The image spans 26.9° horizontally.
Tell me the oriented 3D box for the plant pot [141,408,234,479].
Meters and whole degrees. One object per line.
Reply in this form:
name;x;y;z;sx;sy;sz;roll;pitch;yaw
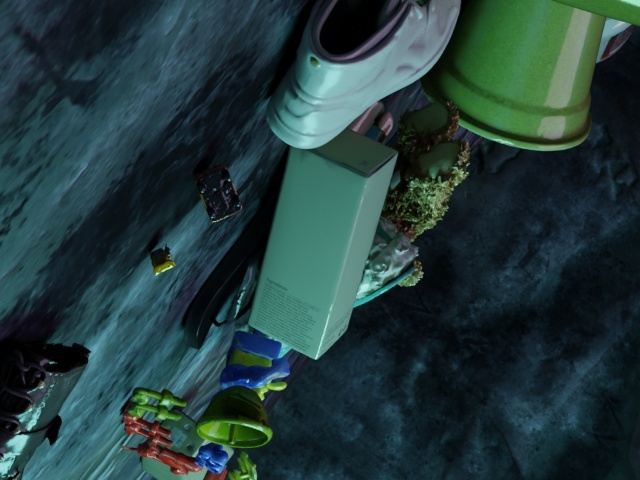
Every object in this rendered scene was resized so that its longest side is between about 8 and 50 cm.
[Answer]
plant pot;-0.212;0.323;2.069;0.109;0.109;0.096;-51;160;-20

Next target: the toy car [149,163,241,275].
toy car;-0.132;-0.028;1.294;0.122;0.060;0.040;-38;-142;3

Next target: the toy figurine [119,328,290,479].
toy figurine;-0.130;0.178;1.753;0.362;0.191;0.217;111;2;-66

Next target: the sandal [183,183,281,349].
sandal;-0.091;0.036;1.691;0.254;0.054;0.097;-55;173;4

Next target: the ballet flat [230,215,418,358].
ballet flat;-0.022;0.062;1.859;0.409;0.147;0.147;-36;-173;45

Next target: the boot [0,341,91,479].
boot;-0.287;0.187;1.093;0.229;0.091;0.263;-61;176;10

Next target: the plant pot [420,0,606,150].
plant pot;0.316;-0.316;2.003;0.276;0.276;0.254;-44;156;-53

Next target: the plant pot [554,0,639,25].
plant pot;0.284;-0.348;1.377;0.275;0.293;0.275;-53;173;-10

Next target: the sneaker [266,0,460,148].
sneaker;0.072;-0.225;1.333;0.292;0.108;0.169;-48;174;-32

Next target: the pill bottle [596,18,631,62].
pill bottle;0.464;-0.447;2.346;0.224;0.224;0.392;-54;173;2

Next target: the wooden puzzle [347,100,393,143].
wooden puzzle;0.034;-0.097;1.914;0.221;0.044;0.238;-55;172;5

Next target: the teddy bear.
teddy bear;0.118;-0.048;1.922;0.338;0.113;0.245;-65;-150;21

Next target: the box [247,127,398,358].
box;0.000;0.000;1.647;0.094;0.113;0.275;-39;151;-54

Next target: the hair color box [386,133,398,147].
hair color box;0.108;-0.040;2.413;0.174;0.105;0.347;-50;172;-26
